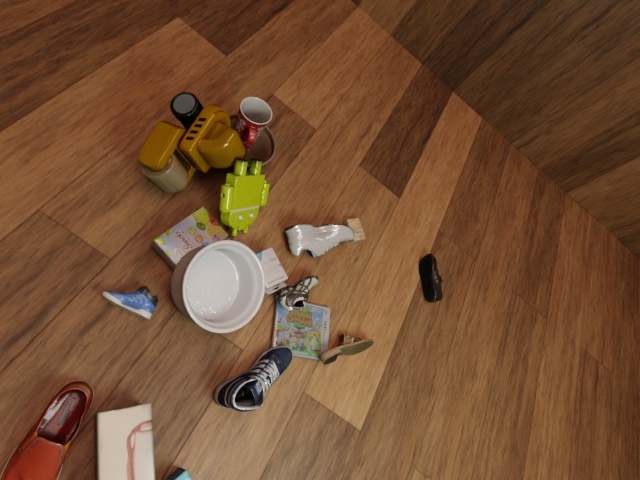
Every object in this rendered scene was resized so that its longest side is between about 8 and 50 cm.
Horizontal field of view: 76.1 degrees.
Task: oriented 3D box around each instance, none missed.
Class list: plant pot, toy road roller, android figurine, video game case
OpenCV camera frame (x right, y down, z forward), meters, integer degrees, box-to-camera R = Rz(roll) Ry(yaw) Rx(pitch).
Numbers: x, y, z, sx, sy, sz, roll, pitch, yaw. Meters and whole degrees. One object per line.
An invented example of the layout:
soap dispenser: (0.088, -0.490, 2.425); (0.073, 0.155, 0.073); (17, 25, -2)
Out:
plant pot: (-0.300, -0.360, 1.570); (0.237, 0.110, 0.237); (12, 63, -25)
toy road roller: (-0.402, -0.296, 1.345); (0.240, 0.202, 0.329); (26, 77, 11)
android figurine: (-0.267, -0.149, 1.428); (0.056, 0.273, 0.248); (19, 17, 23)
video game case: (-0.066, 0.313, 1.446); (0.212, 0.023, 0.193); (16, 61, -22)

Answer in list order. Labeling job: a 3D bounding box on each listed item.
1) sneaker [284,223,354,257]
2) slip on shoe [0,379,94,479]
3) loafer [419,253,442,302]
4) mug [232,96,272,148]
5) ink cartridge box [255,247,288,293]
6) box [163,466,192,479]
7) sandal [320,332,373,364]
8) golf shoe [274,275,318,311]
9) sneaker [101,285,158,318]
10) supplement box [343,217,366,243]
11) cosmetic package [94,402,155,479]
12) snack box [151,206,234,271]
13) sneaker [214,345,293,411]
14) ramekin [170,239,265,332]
sneaker: (0.000, 0.000, 1.593); (0.297, 0.111, 0.129); (-3, 86, -26)
slip on shoe: (-0.663, 0.502, 0.986); (0.123, 0.101, 0.331); (29, 59, -17)
loafer: (0.489, 0.167, 1.793); (0.078, 0.080, 0.220); (14, 67, -34)
mug: (-0.260, -0.395, 1.437); (0.113, 0.169, 0.150); (37, 56, -10)
ink cartridge box: (-0.189, 0.115, 1.427); (0.092, 0.090, 0.143); (-23, 81, -34)
box: (-0.322, 0.723, 1.073); (0.060, 0.100, 0.244); (-31, 85, -36)
sandal: (0.086, 0.368, 1.470); (0.240, 0.088, 0.079); (-8, 49, -39)
golf shoe: (-0.071, 0.192, 1.456); (0.198, 0.077, 0.094); (-23, 74, -42)
sneaker: (-0.560, 0.165, 1.218); (0.152, 0.058, 0.084); (31, 62, -18)
supplement box: (0.143, -0.042, 1.713); (0.062, 0.036, 0.098); (-10, 74, -31)
cosmetic package: (-0.488, 0.574, 1.020); (0.129, 0.153, 0.296); (-1, 70, -31)
snack box: (-0.417, 0.016, 1.360); (0.174, 0.070, 0.207); (48, 56, -3)
sneaker: (-0.175, 0.420, 1.249); (0.282, 0.153, 0.099); (-28, 94, -32)
ramekin: (-0.321, 0.138, 1.268); (0.277, 0.135, 0.277); (1, 88, -42)
